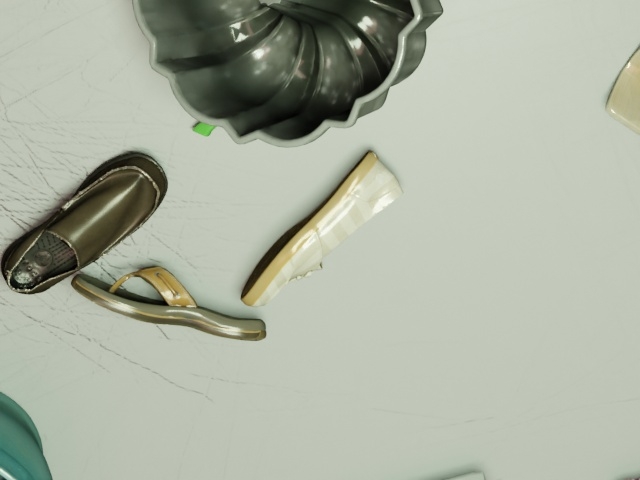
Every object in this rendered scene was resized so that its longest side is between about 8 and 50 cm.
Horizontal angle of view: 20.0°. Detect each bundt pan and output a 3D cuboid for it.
[{"bbox_3d":[-0.019,-0.257,1.784,0.331,0.124,0.330,4,98,29],"label":"bundt pan"}]

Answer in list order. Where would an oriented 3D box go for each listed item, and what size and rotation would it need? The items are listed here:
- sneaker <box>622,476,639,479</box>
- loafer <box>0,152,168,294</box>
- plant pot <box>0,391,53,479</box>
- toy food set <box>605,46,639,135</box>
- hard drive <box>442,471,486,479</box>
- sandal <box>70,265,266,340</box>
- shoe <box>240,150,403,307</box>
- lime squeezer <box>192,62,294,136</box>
[{"bbox_3d":[0.407,0.293,2.052,0.131,0.112,0.319,34,105,-15],"label":"sneaker"},{"bbox_3d":[-0.253,-0.006,1.950,0.220,0.078,0.080,-40,106,13],"label":"loafer"},{"bbox_3d":[-0.406,0.282,1.959,0.272,0.255,0.271,0,111,-1],"label":"plant pot"},{"bbox_3d":[0.464,-0.172,1.839,0.220,0.092,0.306,30,138,-11],"label":"toy food set"},{"bbox_3d":[0.129,0.429,2.085,0.203,0.040,0.307,-16,110,4],"label":"hard drive"},{"bbox_3d":[-0.161,0.062,1.976,0.219,0.090,0.060,14,93,-4],"label":"sandal"},{"bbox_3d":[0.000,0.000,1.958,0.058,0.076,0.219,42,102,-9],"label":"shoe"},{"bbox_3d":[-0.026,-0.232,1.896,0.110,0.059,0.310,31,110,23],"label":"lime squeezer"}]
